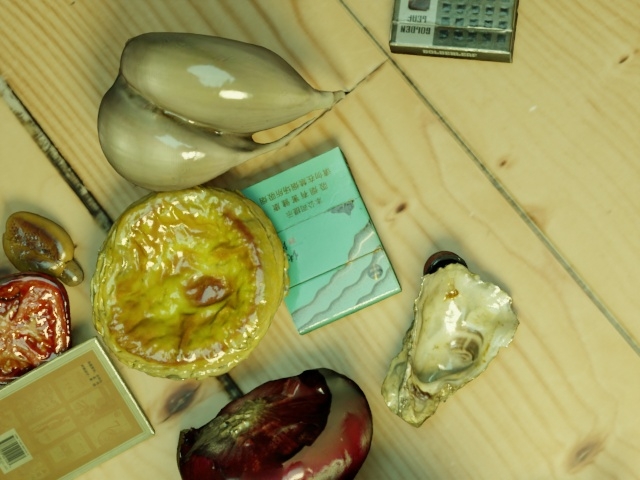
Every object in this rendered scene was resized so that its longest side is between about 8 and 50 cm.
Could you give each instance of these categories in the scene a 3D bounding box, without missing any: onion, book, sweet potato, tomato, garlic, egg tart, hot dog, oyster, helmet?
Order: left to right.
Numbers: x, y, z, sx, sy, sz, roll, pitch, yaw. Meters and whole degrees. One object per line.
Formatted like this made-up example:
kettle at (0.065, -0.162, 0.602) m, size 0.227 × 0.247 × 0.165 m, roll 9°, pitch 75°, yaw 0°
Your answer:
tomato at (-0.443, 0.124, 2.015) m, size 0.174 × 0.082 × 0.166 m, roll -2°, pitch 98°, yaw 3°
hot dog at (-0.408, 0.014, 2.048) m, size 0.140 × 0.060 × 0.090 m, roll 25°, pitch 89°, yaw 19°
book at (-0.383, 0.264, 1.988) m, size 0.242 × 0.018 × 0.170 m, roll -29°, pitch 101°, yaw 3°
sweet potato at (-0.183, 0.318, 1.959) m, size 0.049 × 0.049 × 0.117 m, roll 5°, pitch 78°, yaw 10°
egg tart at (-0.183, 0.063, 1.972) m, size 0.295 × 0.116 × 0.294 m, roll -2°, pitch 77°, yaw 9°
garlic at (-0.155, -0.170, 1.951) m, size 0.340 × 0.246 × 0.231 m, roll 13°, pitch 91°, yaw 9°
onion at (-0.043, 0.297, 1.857) m, size 0.272 × 0.272 × 0.195 m, roll -20°, pitch 110°, yaw 5°
oyster at (0.162, 0.148, 1.908) m, size 0.161 × 0.107 × 0.232 m, roll 31°, pitch 76°, yaw -9°
helmet at (0.173, 0.050, 1.949) m, size 0.065 × 0.049 × 0.084 m, roll -11°, pitch 114°, yaw -10°

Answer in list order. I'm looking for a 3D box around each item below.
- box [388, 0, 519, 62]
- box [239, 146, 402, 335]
box at (0.208, -0.426, 2.025) m, size 0.180 × 0.047 × 0.324 m, roll 6°, pitch 82°, yaw 10°
box at (0.000, 0.001, 1.988) m, size 0.162 × 0.041 × 0.229 m, roll -24°, pitch 77°, yaw 5°
